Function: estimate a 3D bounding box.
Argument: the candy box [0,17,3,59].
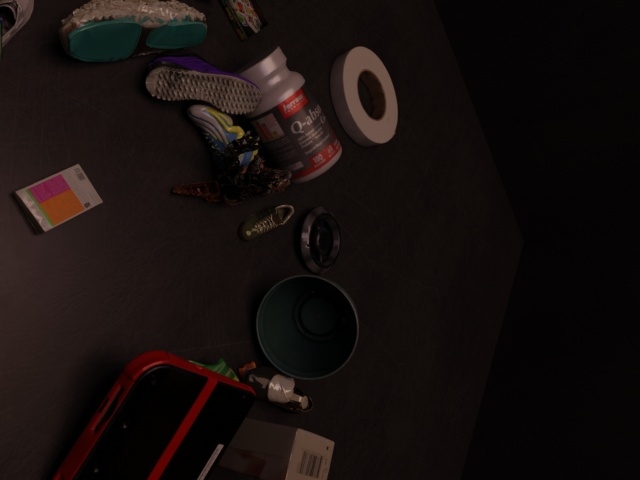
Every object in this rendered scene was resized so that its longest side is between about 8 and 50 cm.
[{"bbox_3d":[-0.701,-0.277,0.723,0.268,0.122,0.317,27,62,-20],"label":"candy box"}]

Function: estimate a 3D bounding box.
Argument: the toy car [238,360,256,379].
[{"bbox_3d":[-0.195,0.401,1.342,0.060,0.040,0.122,7,78,-50],"label":"toy car"}]

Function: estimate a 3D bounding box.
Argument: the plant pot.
[{"bbox_3d":[-0.019,0.236,1.427,0.196,0.293,0.293,-12,93,-77],"label":"plant pot"}]

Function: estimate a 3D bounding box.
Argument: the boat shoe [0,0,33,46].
[{"bbox_3d":[-0.621,-0.448,0.954,0.066,0.063,0.184,44,53,-37],"label":"boat shoe"}]

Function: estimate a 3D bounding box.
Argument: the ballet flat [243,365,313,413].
[{"bbox_3d":[-0.103,0.427,1.368,0.280,0.096,0.095,47,53,-49],"label":"ballet flat"}]

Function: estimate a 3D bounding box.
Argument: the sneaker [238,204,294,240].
[{"bbox_3d":[-0.154,-0.061,1.432,0.192,0.086,0.064,-38,113,-46],"label":"sneaker"}]

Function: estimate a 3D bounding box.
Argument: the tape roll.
[{"bbox_3d":[0.183,-0.572,1.937,0.392,0.072,0.392,11,75,-50],"label":"tape roll"}]

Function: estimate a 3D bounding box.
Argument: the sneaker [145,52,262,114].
[{"bbox_3d":[-0.296,-0.424,1.252,0.293,0.102,0.146,6,46,-25],"label":"sneaker"}]

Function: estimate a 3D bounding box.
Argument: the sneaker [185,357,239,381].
[{"bbox_3d":[-0.340,0.356,1.146,0.295,0.109,0.123,-5,51,-42],"label":"sneaker"}]

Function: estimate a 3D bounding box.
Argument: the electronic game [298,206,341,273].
[{"bbox_3d":[0.000,0.000,1.638,0.229,0.048,0.229,-3,94,-53],"label":"electronic game"}]

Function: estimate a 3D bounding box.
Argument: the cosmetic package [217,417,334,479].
[{"bbox_3d":[-0.133,0.525,1.197,0.153,0.296,0.129,37,58,-39],"label":"cosmetic package"}]

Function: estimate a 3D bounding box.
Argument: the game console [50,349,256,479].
[{"bbox_3d":[-0.351,0.449,1.040,0.342,0.060,0.386,40,79,-45],"label":"game console"}]

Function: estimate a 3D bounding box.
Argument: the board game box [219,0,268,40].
[{"bbox_3d":[-0.264,-0.753,1.464,0.136,0.030,0.260,-52,122,-39],"label":"board game box"}]

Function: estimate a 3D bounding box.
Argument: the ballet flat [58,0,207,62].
[{"bbox_3d":[-0.452,-0.513,1.145,0.409,0.147,0.147,-34,110,-51],"label":"ballet flat"}]

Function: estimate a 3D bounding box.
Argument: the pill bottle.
[{"bbox_3d":[-0.104,-0.370,1.449,0.363,0.210,0.210,57,46,-27],"label":"pill bottle"}]

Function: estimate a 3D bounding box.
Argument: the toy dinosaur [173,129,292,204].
[{"bbox_3d":[-0.218,-0.151,1.299,0.322,0.218,0.164,-37,87,-32],"label":"toy dinosaur"}]

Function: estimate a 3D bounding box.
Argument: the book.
[{"bbox_3d":[-0.545,-0.090,1.011,0.144,0.035,0.096,-43,113,-45],"label":"book"}]

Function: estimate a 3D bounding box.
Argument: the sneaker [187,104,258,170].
[{"bbox_3d":[-0.271,-0.268,1.326,0.240,0.091,0.126,28,67,-42],"label":"sneaker"}]
